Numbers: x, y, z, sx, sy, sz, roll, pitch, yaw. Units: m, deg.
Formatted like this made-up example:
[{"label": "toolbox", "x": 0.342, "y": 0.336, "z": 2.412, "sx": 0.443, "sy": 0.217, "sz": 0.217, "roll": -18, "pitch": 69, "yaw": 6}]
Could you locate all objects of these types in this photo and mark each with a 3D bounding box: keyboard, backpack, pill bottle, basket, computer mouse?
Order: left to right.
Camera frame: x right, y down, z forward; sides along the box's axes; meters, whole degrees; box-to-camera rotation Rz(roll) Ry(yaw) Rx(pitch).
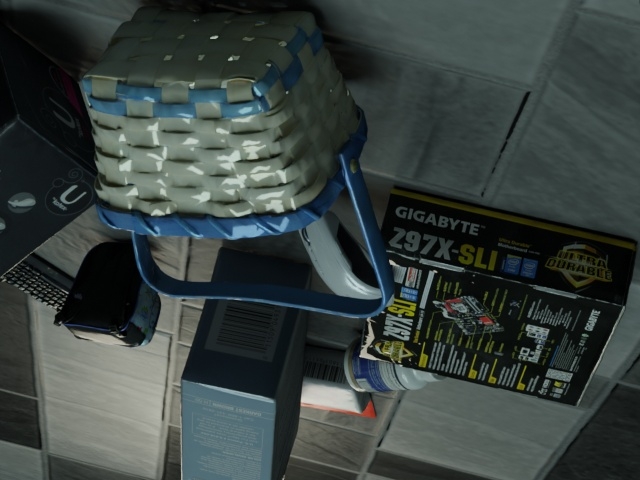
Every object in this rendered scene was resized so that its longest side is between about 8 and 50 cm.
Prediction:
[{"label": "keyboard", "x": -0.365, "y": 0.045, "z": 2.447, "sx": 0.108, "sy": 0.023, "sz": 0.180, "roll": -6, "pitch": 149, "yaw": 40}, {"label": "backpack", "x": -0.234, "y": 0.064, "z": 2.296, "sx": 0.105, "sy": 0.114, "sz": 0.084, "roll": 6, "pitch": 156, "yaw": 25}, {"label": "basket", "x": -0.071, "y": -0.060, "z": 1.768, "sx": 0.254, "sy": 0.201, "sz": 0.289, "roll": 5, "pitch": 124, "yaw": 23}, {"label": "computer mouse", "x": 0.000, "y": 0.000, "z": 1.997, "sx": 0.193, "sy": 0.042, "sz": 0.106, "roll": 49, "pitch": 156, "yaw": 0}, {"label": "pill bottle", "x": 0.092, "y": 0.144, "z": 2.348, "sx": 0.120, "sy": 0.067, "sz": 0.067, "roll": -7, "pitch": 149, "yaw": 40}]

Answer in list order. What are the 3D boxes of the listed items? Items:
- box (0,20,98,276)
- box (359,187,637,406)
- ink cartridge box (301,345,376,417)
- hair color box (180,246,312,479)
[{"label": "box", "x": -0.352, "y": -0.055, "z": 1.877, "sx": 0.270, "sy": 0.165, "sz": 0.143, "roll": -36, "pitch": 136, "yaw": 15}, {"label": "box", "x": 0.180, "y": 0.068, "z": 2.115, "sx": 0.257, "sy": 0.079, "sz": 0.322, "roll": 14, "pitch": 157, "yaw": 5}, {"label": "ink cartridge box", "x": -0.031, "y": 0.195, "z": 2.557, "sx": 0.189, "sy": 0.066, "sz": 0.232, "roll": 9, "pitch": 152, "yaw": 11}, {"label": "hair color box", "x": -0.089, "y": 0.194, "z": 2.332, "sx": 0.113, "sy": 0.185, "sz": 0.374, "roll": 12, "pitch": 145, "yaw": 5}]
